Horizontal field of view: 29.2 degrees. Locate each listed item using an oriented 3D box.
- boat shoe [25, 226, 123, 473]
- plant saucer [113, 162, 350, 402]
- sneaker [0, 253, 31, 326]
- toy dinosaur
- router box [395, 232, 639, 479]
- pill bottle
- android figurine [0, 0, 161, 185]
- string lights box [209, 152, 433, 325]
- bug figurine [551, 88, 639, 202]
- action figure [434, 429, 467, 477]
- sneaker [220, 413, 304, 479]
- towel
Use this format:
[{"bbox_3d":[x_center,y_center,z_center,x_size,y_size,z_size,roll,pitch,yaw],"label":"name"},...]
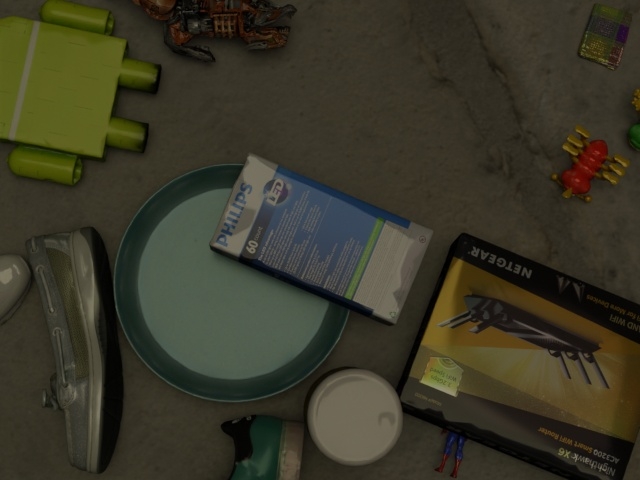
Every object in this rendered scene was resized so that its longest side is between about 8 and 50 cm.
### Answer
[{"bbox_3d":[-0.320,0.143,1.593,0.103,0.118,0.320,-7,81,3],"label":"boat shoe"},{"bbox_3d":[-0.115,0.057,1.643,0.318,0.044,0.317,0,84,-3],"label":"plant saucer"},{"bbox_3d":[-0.483,0.094,1.597,0.235,0.095,0.090,-33,85,-7],"label":"sneaker"},{"bbox_3d":[-0.185,-0.362,1.635,0.322,0.164,0.218,16,100,-22],"label":"toy dinosaur"},{"bbox_3d":[0.278,0.161,1.617,0.309,0.081,0.243,22,76,0],"label":"router box"},{"bbox_3d":[0.037,0.218,1.549,0.118,0.208,0.117,0,84,-2],"label":"pill bottle"},{"bbox_3d":[-0.358,-0.202,1.650,0.273,0.056,0.248,9,84,-2],"label":"android figurine"},{"bbox_3d":[0.000,0.000,1.594,0.260,0.077,0.133,23,83,0],"label":"string lights box"},{"bbox_3d":[0.465,-0.079,1.667,0.279,0.072,0.216,39,78,6],"label":"bug figurine"},{"bbox_3d":[0.184,0.257,1.643,0.038,0.030,0.115,22,79,-6],"label":"action figure"},{"bbox_3d":[-0.098,0.376,1.585,0.121,0.108,0.302,8,76,-1],"label":"sneaker"},{"bbox_3d":[0.397,-0.285,1.715,0.060,0.009,0.083,18,83,0],"label":"towel"}]
